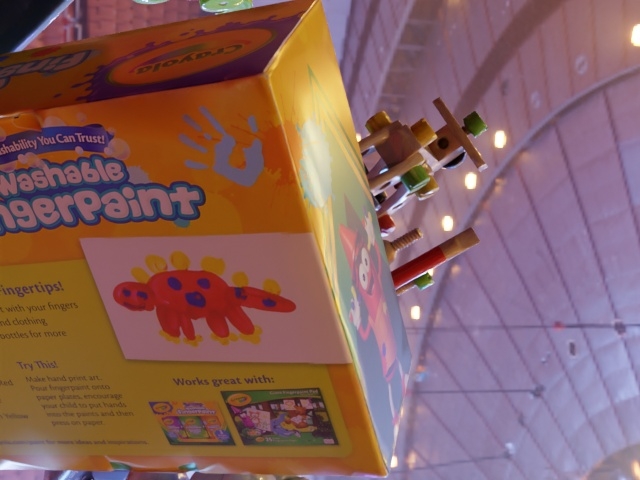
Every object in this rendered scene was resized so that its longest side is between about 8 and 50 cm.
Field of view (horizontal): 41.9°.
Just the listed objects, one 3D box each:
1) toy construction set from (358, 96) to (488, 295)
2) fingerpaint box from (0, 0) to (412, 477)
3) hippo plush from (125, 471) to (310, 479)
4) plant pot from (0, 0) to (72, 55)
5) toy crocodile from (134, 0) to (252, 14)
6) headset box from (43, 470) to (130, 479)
[{"bbox_3d":[0.142,-0.092,1.175,0.257,0.237,0.309,51,12,-52],"label":"toy construction set"},{"bbox_3d":[-0.177,0.020,0.737,0.163,0.445,0.371,-67,146,-53],"label":"fingerpaint box"},{"bbox_3d":[-0.144,0.379,1.140,0.234,0.236,0.294,45,16,-44],"label":"hippo plush"},{"bbox_3d":[-0.410,-0.264,0.712,0.248,0.247,0.252,-31,-96,31],"label":"plant pot"},{"bbox_3d":[-0.213,-0.387,1.195,0.105,0.340,0.115,-16,-94,36],"label":"toy crocodile"},{"bbox_3d":[-0.383,0.304,1.422,0.218,0.110,0.293,-47,-144,46],"label":"headset box"}]
